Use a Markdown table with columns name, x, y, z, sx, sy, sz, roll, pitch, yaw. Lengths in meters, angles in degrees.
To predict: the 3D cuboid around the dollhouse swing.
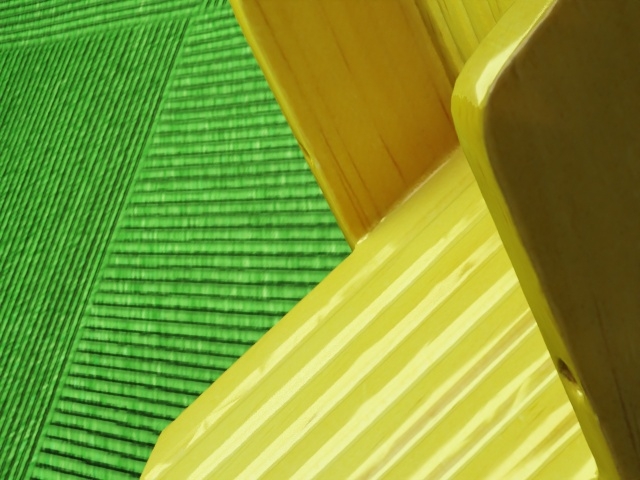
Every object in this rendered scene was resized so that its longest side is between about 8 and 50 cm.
| name | x | y | z | sx | sy | sz | roll | pitch | yaw |
| --- | --- | --- | --- | --- | --- | --- | --- | --- | --- |
| dollhouse swing | 0.000 | 0.000 | 0.615 | 0.305 | 0.315 | 0.347 | -30 | 25 | -6 |
